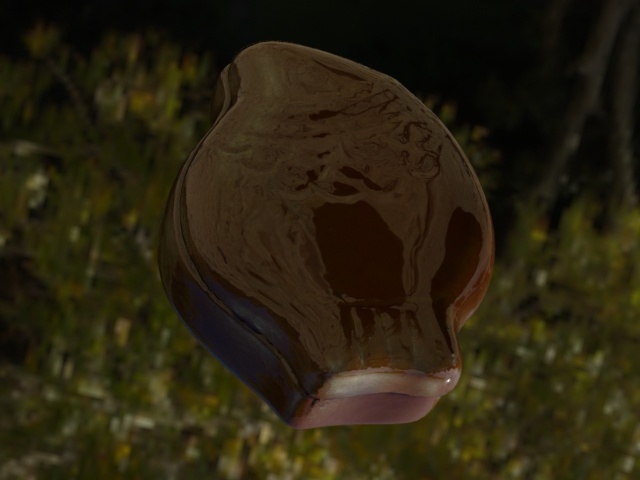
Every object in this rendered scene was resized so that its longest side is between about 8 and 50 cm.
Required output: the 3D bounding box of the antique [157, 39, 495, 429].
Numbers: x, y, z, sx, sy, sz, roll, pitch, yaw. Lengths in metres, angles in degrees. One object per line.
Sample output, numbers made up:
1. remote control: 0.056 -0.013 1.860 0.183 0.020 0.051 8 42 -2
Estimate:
1. antique: 0.000 0.000 1.305 0.223 0.129 0.278 -4 -122 -26
